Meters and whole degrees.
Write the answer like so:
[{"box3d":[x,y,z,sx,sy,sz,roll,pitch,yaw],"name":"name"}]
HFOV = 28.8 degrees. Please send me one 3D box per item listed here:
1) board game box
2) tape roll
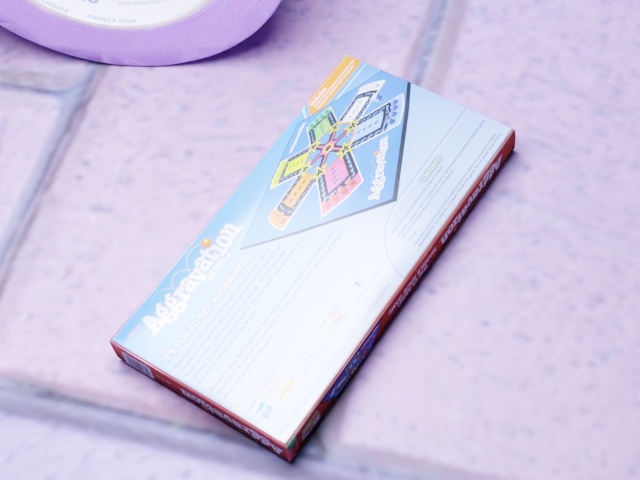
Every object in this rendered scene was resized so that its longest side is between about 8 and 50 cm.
[{"box3d":[0.000,0.000,0.849,0.145,0.027,0.281,28,65,21],"name":"board game box"},{"box3d":[-0.149,-0.245,0.880,0.275,0.275,0.090,2,57,8],"name":"tape roll"}]
